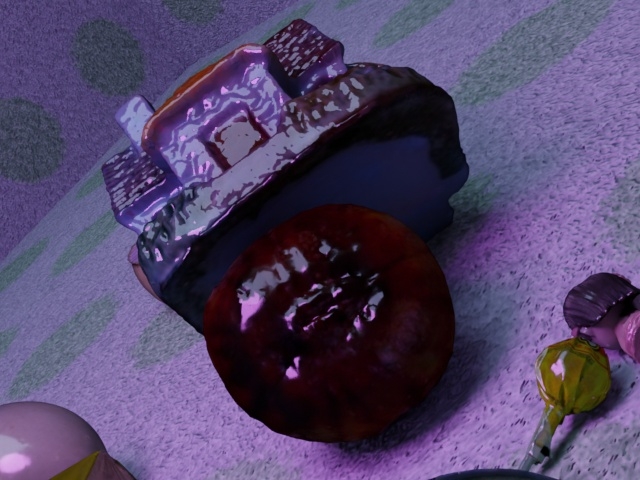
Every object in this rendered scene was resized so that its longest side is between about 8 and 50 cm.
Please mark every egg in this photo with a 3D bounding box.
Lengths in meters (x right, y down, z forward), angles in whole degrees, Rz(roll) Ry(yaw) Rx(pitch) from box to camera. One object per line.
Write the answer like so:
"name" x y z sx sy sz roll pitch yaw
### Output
"egg" -0.344 0.279 1.227 0.253 0.186 0.187 -28 22 36

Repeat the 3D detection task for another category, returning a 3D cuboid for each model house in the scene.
"model house" -0.070 -0.113 1.212 0.360 0.297 0.339 -38 57 1

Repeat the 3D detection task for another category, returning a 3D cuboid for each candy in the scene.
"candy" 0.156 0.154 0.792 0.058 0.062 0.194 27 71 21

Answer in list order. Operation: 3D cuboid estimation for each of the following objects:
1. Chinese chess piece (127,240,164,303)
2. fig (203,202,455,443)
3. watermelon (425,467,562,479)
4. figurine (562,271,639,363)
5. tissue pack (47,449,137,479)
"Chinese chess piece" -0.177 -0.016 1.693 0.270 0.112 0.270 -36 19 14
"fig" 0.004 0.077 1.001 0.224 0.224 0.263 -43 22 -10
"watermelon" 0.073 0.203 0.671 0.231 0.146 0.128 -44 19 -5
"figurine" 0.241 0.056 0.827 0.072 0.054 0.129 -40 20 -13
"tissue pack" -0.272 0.350 0.961 0.274 0.167 0.200 -33 20 21
